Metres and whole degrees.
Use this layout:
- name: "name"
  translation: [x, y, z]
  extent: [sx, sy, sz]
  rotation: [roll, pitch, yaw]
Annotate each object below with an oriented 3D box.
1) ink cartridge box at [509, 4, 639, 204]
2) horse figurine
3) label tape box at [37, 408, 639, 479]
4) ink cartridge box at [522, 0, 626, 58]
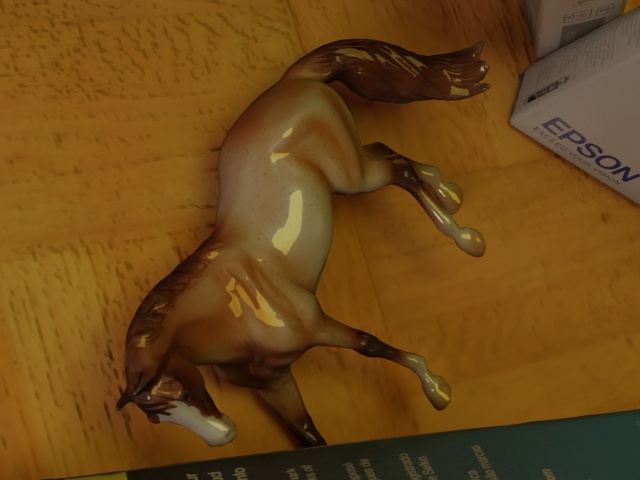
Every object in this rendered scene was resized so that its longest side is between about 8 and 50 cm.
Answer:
- name: "ink cartridge box"
  translation: [0.253, -0.060, 0.956]
  extent: [0.223, 0.224, 0.045]
  rotation: [29, 59, -22]
- name: "horse figurine"
  translation: [0.000, 0.000, 0.865]
  extent: [0.174, 0.066, 0.263]
  rotation: [32, 61, -28]
- name: "label tape box"
  translation: [0.011, 0.186, 0.676]
  extent: [0.347, 0.249, 0.115]
  rotation: [-7, 116, -10]
- name: "ink cartridge box"
  translation: [0.112, -0.226, 0.952]
  extent: [0.056, 0.181, 0.225]
  rotation: [-13, 80, 3]
